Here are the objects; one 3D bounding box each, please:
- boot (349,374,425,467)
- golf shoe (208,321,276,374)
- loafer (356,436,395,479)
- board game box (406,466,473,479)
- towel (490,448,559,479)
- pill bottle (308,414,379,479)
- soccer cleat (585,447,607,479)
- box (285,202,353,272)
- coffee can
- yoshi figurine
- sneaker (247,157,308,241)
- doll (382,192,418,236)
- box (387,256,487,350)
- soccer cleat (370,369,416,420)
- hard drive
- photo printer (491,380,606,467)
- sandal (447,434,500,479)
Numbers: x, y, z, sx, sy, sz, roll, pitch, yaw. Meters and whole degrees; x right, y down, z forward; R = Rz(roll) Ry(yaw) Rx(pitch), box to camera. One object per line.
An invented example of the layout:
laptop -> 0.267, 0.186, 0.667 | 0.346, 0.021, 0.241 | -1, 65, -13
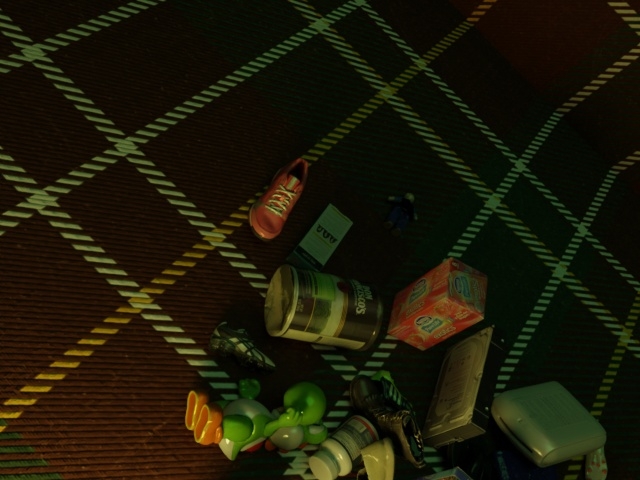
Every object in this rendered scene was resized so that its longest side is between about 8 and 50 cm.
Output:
boot -> 0.186, 0.471, 1.774 | 0.091, 0.229, 0.262 | -19, 80, -23
golf shoe -> -0.195, 0.282, 1.765 | 0.198, 0.077, 0.093 | 31, 52, -14
loafer -> 0.139, 0.629, 1.711 | 0.092, 0.102, 0.268 | 1, 102, -1
board game box -> 0.274, 0.750, 1.682 | 0.141, 0.232, 0.291 | 43, 51, -5
towel -> 0.620, 0.781, 1.985 | 0.228, 0.076, 0.308 | 6, 61, -21
pill bottle -> 0.059, 0.550, 1.746 | 0.180, 0.108, 0.108 | -29, 81, -38
soccer cleat -> 0.906, 0.717, 2.198 | 0.068, 0.076, 0.196 | 5, 71, 10
box -> 0.000, 0.000, 2.055 | 0.100, 0.060, 0.244 | 41, 50, -5
coffee can -> 0.007, 0.190, 1.859 | 0.275, 0.201, 0.201 | 13, 58, -24
yoshi figurine -> -0.133, 0.418, 1.654 | 0.362, 0.203, 0.203 | 13, 51, -28
sneaker -> -0.122, -0.138, 2.011 | 0.116, 0.136, 0.313 | 31, 52, -11
doll -> 0.278, -0.103, 2.293 | 0.129, 0.046, 0.189 | 41, 51, -6
box -> 0.348, 0.195, 1.999 | 0.142, 0.300, 0.154 | 28, 53, -15
soccer cleat -> 0.207, 0.460, 1.926 | 0.072, 0.060, 0.179 | -26, 73, -28
hard drive -> 0.420, 0.427, 1.953 | 0.064, 0.237, 0.339 | 34, 52, -10
photo printer -> 0.695, 0.567, 2.068 | 0.308, 0.107, 0.256 | -2, 35, -33
sandal -> 0.450, 0.722, 1.869 | 0.168, 0.107, 0.445 | 24, 55, -33
